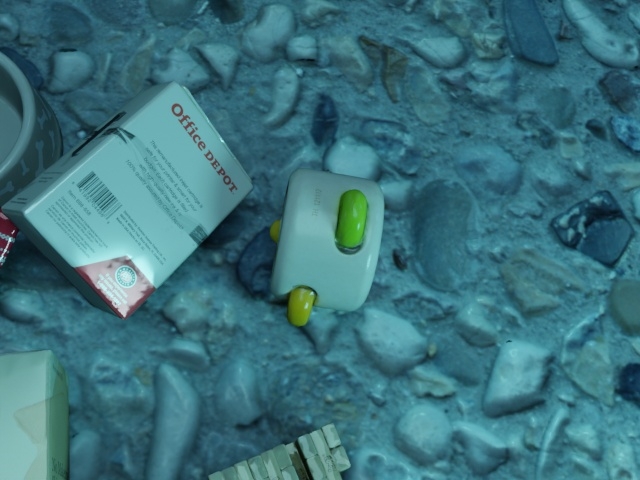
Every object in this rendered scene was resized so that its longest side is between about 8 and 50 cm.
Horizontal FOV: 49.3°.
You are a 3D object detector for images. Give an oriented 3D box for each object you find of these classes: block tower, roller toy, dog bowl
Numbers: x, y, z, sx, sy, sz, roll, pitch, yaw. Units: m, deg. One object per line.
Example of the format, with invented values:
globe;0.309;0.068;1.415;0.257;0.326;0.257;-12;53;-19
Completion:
block tower;-0.125;0.337;0.865;0.336;0.097;0.090;-19;69;-15
roller toy;0.000;0.000;0.989;0.146;0.209;0.191;10;25;-4
dog bowl;-0.568;-0.154;1.022;0.349;0.102;0.348;3;66;-7

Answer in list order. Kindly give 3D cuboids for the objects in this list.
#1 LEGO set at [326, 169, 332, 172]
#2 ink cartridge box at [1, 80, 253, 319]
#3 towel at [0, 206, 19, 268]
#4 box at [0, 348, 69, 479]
LEGO set;-0.006;-0.081;1.121;0.083;0.023;0.054;-16;70;-29
ink cartridge box;-0.256;-0.060;0.967;0.273;0.114;0.197;-48;121;-24
towel;-0.536;0.048;0.904;0.199;0.031;0.274;26;84;-14
box;-0.367;0.299;0.818;0.121;0.148;0.311;-4;67;-12
